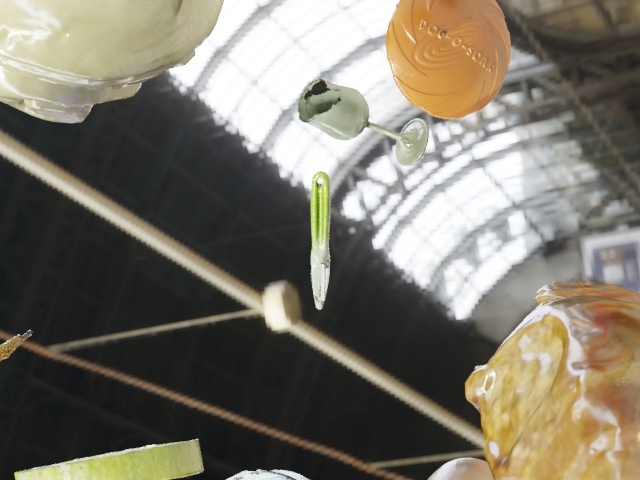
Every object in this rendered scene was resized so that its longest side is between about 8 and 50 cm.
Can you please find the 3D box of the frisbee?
[{"bbox_3d":[0.175,-0.256,1.829,0.192,0.035,0.192,-1,-87,-27],"label":"frisbee"}]

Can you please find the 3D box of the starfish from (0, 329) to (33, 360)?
[{"bbox_3d":[-0.439,0.144,1.834,0.041,0.130,0.133,-126,32,-44],"label":"starfish"}]

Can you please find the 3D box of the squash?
[{"bbox_3d":[-0.289,0.312,1.876,0.252,0.252,0.049,2,-104,-64],"label":"squash"}]

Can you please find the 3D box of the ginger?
[{"bbox_3d":[0.228,0.148,0.912,0.274,0.152,0.357,40,-169,6],"label":"ginger"}]

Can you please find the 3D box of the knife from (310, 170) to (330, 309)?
[{"bbox_3d":[0.000,0.000,1.469,0.026,0.022,0.184,-98,7,-49],"label":"knife"}]

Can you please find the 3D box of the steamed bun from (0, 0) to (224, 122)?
[{"bbox_3d":[-0.269,-0.251,1.495,0.339,0.352,0.247,-11,-92,-48],"label":"steamed bun"}]

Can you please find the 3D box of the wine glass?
[{"bbox_3d":[0.062,-0.174,2.025,0.195,0.079,0.079,19,-120,-33],"label":"wine glass"}]

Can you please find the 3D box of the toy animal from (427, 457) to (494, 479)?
[{"bbox_3d":[0.144,0.332,1.540,0.248,0.165,0.149,-20,-90,-42],"label":"toy animal"}]

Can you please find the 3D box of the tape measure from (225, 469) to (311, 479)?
[{"bbox_3d":[-0.069,0.360,1.817,0.235,0.207,0.115,-16,-82,-56],"label":"tape measure"}]
